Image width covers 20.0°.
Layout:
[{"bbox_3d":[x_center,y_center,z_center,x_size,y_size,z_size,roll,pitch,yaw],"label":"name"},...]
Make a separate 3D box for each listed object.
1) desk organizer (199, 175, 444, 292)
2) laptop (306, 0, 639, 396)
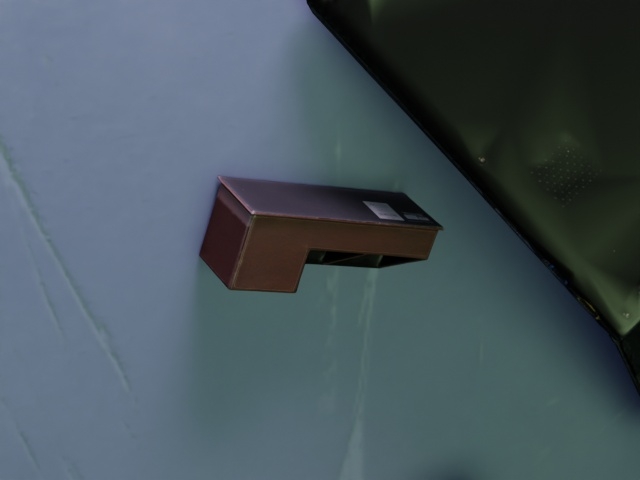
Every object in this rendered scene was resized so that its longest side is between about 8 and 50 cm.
[{"bbox_3d":[0.000,0.000,1.043,0.130,0.047,0.050,4,115,-32],"label":"desk organizer"},{"bbox_3d":[0.253,-0.120,1.113,0.382,0.236,0.408,-44,96,-3],"label":"laptop"}]
